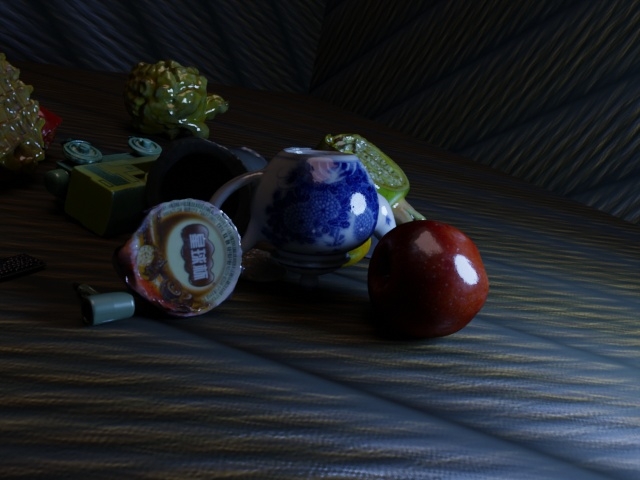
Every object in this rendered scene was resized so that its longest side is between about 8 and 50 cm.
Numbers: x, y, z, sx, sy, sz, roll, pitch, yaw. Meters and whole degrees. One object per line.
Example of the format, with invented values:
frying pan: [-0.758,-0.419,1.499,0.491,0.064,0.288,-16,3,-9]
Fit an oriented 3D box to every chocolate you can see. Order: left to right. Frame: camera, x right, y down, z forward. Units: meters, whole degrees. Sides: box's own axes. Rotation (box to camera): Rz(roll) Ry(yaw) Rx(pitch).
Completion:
chocolate: [-0.259,0.032,1.028,0.221,0.221,0.147,-3,0,-37]

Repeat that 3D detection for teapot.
teapot: [-0.016,-0.035,1.158,0.424,0.280,0.252,0,13,-21]

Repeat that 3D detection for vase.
vase: [-0.220,-0.118,1.354,0.245,0.245,0.291,17,14,10]

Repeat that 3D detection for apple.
apple: [0.194,0.072,1.094,0.201,0.218,0.218,2,23,-20]

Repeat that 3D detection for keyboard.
keyboard: [-0.560,0.052,0.975,0.074,0.015,0.196,22,22,24]

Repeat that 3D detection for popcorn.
popcorn: [-0.523,-0.500,2.069,0.335,0.274,0.279,-6,-28,17]

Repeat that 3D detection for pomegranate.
pomegranate: [0.104,-0.111,1.563,0.358,0.216,0.310,49,24,7]

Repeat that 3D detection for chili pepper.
chili pepper: [-0.861,-0.348,1.534,0.338,0.134,0.131,32,29,-13]

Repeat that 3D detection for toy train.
toy train: [-0.440,-0.137,1.377,0.237,0.150,0.369,30,25,18]

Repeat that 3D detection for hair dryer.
hair dryer: [-0.369,0.094,0.961,0.071,0.047,0.150,-5,16,-45]

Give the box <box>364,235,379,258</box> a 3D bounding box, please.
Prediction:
box: [0.054,-0.030,1.416,0.224,0.120,0.069,9,18,-5]

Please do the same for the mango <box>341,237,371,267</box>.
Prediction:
mango: [0.000,0.000,1.315,0.233,0.111,0.125,8,16,-16]

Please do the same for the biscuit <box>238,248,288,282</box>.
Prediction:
biscuit: [-0.138,0.051,1.225,0.152,0.020,0.152,11,22,-4]

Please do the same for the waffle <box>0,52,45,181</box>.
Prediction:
waffle: [-0.768,-0.295,1.344,0.151,0.324,0.261,-16,0,10]
